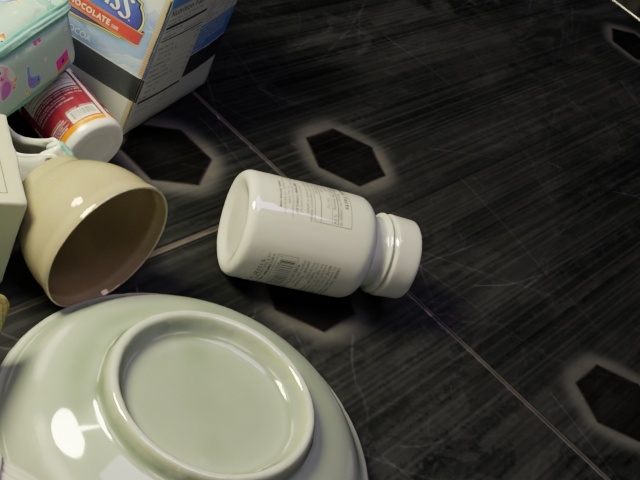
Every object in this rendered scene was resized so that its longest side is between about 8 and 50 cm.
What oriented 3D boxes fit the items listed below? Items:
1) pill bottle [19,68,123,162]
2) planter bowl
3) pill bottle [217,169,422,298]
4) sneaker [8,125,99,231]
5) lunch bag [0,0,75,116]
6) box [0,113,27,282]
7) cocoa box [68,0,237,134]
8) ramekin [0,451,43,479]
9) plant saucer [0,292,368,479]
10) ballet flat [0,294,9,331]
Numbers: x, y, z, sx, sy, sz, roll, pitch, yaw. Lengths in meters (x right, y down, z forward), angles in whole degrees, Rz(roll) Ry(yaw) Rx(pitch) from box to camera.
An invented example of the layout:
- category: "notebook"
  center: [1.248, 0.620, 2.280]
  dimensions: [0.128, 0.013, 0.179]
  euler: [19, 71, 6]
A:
- category: "pill bottle"
  center: [-0.319, -0.161, 1.377]
  dimensions: [0.086, 0.086, 0.152]
  euler: [-17, 56, -44]
- category: "planter bowl"
  center: [-0.261, -0.024, 1.193]
  dimensions: [0.109, 0.162, 0.162]
  euler: [41, 38, 21]
- category: "pill bottle"
  center: [0.000, 0.000, 1.357]
  dimensions: [0.229, 0.131, 0.131]
  euler: [13, 39, -20]
- category: "sneaker"
  center: [-0.294, -0.070, 1.279]
  dimensions: [0.212, 0.094, 0.080]
  euler: [24, 35, -7]
- category: "lunch bag"
  center: [-0.446, -0.245, 1.312]
  dimensions: [0.279, 0.107, 0.224]
  euler: [16, 41, 17]
- category: "box"
  center: [-0.437, -0.050, 1.134]
  dimensions: [0.232, 0.126, 0.148]
  euler: [4, 43, -31]
- category: "cocoa box"
  center: [-0.311, -0.354, 1.492]
  dimensions: [0.347, 0.228, 0.231]
  euler: [34, 37, 6]
- category: "ramekin"
  center: [-0.255, 0.265, 0.825]
  dimensions: [0.109, 0.207, 0.207]
  euler: [29, 35, -16]
- category: "plant saucer"
  center: [-0.120, 0.177, 1.098]
  dimensions: [0.401, 0.100, 0.400]
  euler: [18, 37, -15]
- category: "ballet flat"
  center: [-0.399, 0.150, 0.936]
  dimensions: [0.349, 0.123, 0.123]
  euler: [-23, 60, -40]
